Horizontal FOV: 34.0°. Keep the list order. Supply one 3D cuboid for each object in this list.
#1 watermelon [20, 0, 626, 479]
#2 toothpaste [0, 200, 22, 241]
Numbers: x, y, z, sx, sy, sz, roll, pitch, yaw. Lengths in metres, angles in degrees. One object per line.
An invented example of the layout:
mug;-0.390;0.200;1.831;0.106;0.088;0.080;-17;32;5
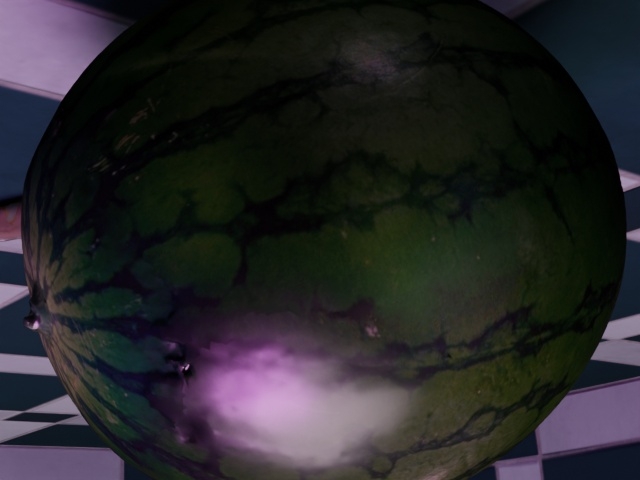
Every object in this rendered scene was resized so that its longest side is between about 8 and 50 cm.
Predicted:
watermelon;0.000;0.000;0.632;0.363;0.363;0.363;-3;162;-1
toothpaste;-0.338;-0.012;1.014;0.205;0.036;0.056;-7;161;25
